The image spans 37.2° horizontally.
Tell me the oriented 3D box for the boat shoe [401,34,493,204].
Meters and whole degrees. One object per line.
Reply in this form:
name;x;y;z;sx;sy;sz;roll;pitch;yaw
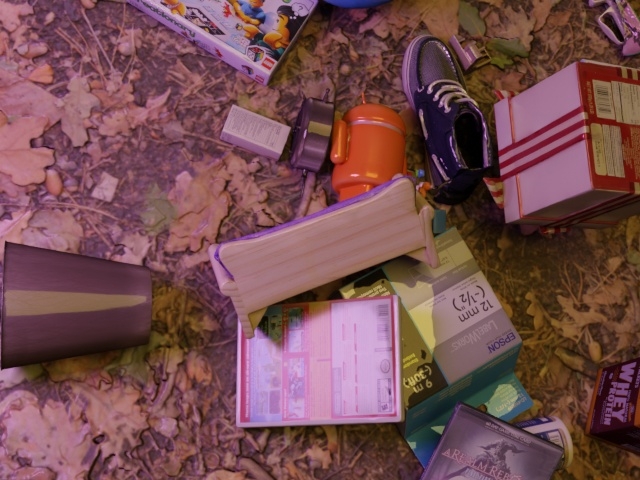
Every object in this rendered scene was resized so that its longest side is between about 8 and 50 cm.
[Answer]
boat shoe;0.244;-0.250;1.759;0.127;0.158;0.341;-8;76;-15

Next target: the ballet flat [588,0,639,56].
ballet flat;0.604;-0.481;1.964;0.079;0.077;0.222;-21;80;2

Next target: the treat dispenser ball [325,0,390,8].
treat dispenser ball;0.071;-0.573;1.744;0.288;0.288;0.288;4;73;-12

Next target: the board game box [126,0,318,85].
board game box;-0.181;-0.446;1.773;0.305;0.053;0.193;31;69;-3

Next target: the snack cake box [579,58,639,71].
snack cake box;0.564;-0.208;1.859;0.152;0.089;0.265;8;73;-9

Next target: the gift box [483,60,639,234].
gift box;0.435;-0.162;1.638;0.276;0.258;0.255;8;74;-24

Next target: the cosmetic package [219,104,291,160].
cosmetic package;-0.118;-0.194;1.720;0.115;0.041;0.060;23;70;-6

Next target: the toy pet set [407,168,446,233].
toy pet set;0.198;-0.071;1.721;0.065;0.122;0.114;0;93;-6

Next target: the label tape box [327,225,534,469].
label tape box;0.207;0.186;1.648;0.249;0.115;0.348;-27;80;-18

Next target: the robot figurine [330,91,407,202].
robot figurine;0.089;-0.151;1.713;0.158;0.128;0.220;9;73;-4

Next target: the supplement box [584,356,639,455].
supplement box;0.603;0.302;1.663;0.191;0.194;0.129;21;70;-7

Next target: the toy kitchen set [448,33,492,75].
toy kitchen set;0.297;-0.376;1.848;0.075;0.083;0.068;-28;83;-19

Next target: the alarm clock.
alarm clock;-0.021;-0.170;1.693;0.064;0.129;0.192;9;84;-10

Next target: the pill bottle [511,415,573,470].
pill bottle;0.339;0.362;1.637;0.169;0.094;0.094;-8;76;-15

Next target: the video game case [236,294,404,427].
video game case;-0.004;0.200;1.560;0.285;0.025;0.204;-6;74;19

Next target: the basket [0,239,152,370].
basket;-0.388;0.105;1.516;0.226;0.154;0.205;2;75;-16

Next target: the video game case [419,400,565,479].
video game case;0.257;0.427;1.575;0.196;0.026;0.274;25;97;-5

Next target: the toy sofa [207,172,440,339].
toy sofa;0.000;0.000;1.562;0.362;0.150;0.177;-21;118;-5
